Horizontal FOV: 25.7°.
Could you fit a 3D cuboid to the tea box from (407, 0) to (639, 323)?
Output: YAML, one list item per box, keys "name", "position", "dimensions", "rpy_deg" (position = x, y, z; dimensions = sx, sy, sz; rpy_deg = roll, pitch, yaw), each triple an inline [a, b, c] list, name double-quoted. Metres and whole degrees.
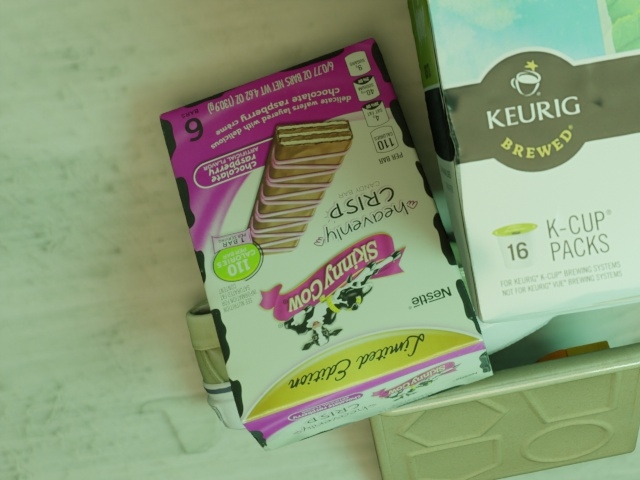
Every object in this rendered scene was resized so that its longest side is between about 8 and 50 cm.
- name: "tea box"
  position: [0.156, -0.150, 0.774]
  dimensions: [0.220, 0.329, 0.323]
  rpy_deg: [-11, 96, 5]

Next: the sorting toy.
- name: "sorting toy"
  position: [0.133, 0.126, 0.995]
  dimensions: [0.193, 0.038, 0.208]
  rpy_deg: [-11, 153, 1]

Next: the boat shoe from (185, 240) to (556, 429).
- name: "boat shoe"
  position: [0.047, 0.044, 0.989]
  dimensions: [0.302, 0.109, 0.094]
  rpy_deg: [-22, 106, 7]

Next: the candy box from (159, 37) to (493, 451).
- name: "candy box"
  position: [0.000, 0.000, 0.916]
  dimensions: [0.159, 0.071, 0.233]
  rpy_deg: [-20, 64, 3]
